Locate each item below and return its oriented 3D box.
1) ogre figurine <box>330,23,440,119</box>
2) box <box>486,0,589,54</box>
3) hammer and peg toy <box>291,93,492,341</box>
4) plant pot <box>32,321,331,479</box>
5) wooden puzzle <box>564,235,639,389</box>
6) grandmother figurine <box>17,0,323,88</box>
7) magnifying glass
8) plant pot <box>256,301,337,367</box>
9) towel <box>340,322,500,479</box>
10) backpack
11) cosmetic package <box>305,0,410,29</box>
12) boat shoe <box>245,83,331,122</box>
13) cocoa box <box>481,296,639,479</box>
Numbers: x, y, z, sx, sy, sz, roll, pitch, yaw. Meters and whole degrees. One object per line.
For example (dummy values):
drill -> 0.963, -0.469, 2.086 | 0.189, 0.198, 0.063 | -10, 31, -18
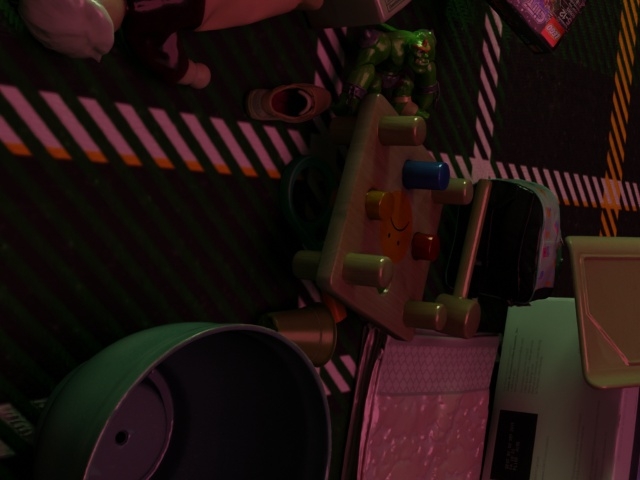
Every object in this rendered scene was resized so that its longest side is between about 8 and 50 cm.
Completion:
ogre figurine -> 0.096, -0.225, 1.086 | 0.197, 0.097, 0.118 | -3, 115, -26
box -> 0.280, -0.392, 1.106 | 0.233, 0.044, 0.159 | 38, 82, -25
hammer and peg toy -> 0.114, -0.007, 1.089 | 0.361, 0.127, 0.266 | 36, 64, -54
plant pot -> -0.159, 0.212, 0.795 | 0.293, 0.196, 0.293 | -7, 100, -46
wooden puzzle -> 0.480, 0.110, 1.271 | 0.221, 0.044, 0.239 | 1, 75, -27
grandmother figurine -> -0.141, -0.253, 0.824 | 0.342, 0.104, 0.208 | -25, 122, -39
magnifying glass -> 0.000, 0.000, 1.061 | 0.092, 0.026, 0.231 | -30, 117, -41
plant pot -> -0.035, 0.116, 1.008 | 0.079, 0.083, 0.083 | 7, 91, -35
towel -> 0.164, 0.291, 1.258 | 0.332, 0.053, 0.317 | 9, 89, -46
backpack -> 0.297, -0.006, 1.273 | 0.144, 0.166, 0.188 | -13, 109, -47
cosmetic package -> 0.020, -0.417, 0.947 | 0.153, 0.129, 0.296 | -44, 125, -32
boat shoe -> -0.029, -0.167, 0.989 | 0.135, 0.045, 0.050 | -18, 108, -44
cocoa box -> 0.453, 0.296, 1.412 | 0.228, 0.231, 0.347 | 31, 66, -45
